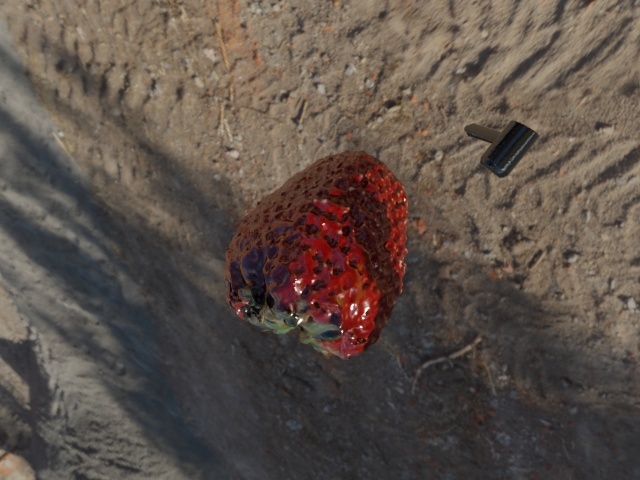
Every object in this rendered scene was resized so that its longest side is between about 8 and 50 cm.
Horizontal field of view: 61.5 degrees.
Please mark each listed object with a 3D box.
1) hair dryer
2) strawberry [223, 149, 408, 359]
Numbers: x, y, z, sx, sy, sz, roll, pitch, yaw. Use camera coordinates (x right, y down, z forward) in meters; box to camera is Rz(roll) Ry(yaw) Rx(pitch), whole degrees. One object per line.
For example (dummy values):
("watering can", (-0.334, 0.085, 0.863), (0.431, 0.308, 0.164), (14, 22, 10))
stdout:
("hair dryer", (0.372, -0.223, 1.210), (0.070, 0.114, 0.248), (34, -172, -25))
("strawberry", (0.000, 0.000, 0.901), (0.312, 0.351, 0.267), (20, 167, 22))
